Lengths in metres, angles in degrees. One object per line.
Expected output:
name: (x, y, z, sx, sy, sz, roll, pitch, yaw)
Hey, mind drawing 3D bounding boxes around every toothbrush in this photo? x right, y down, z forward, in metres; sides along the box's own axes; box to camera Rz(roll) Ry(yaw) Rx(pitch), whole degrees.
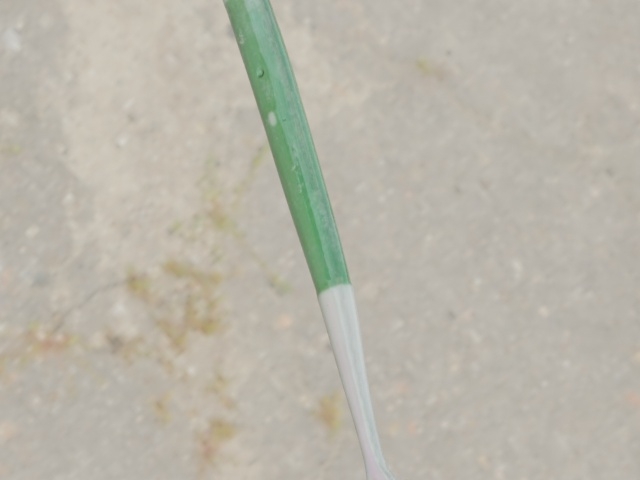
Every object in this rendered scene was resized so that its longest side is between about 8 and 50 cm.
toothbrush: (0.000, 0.000, 0.667, 0.024, 0.018, 0.257, 8, 58, -50)
